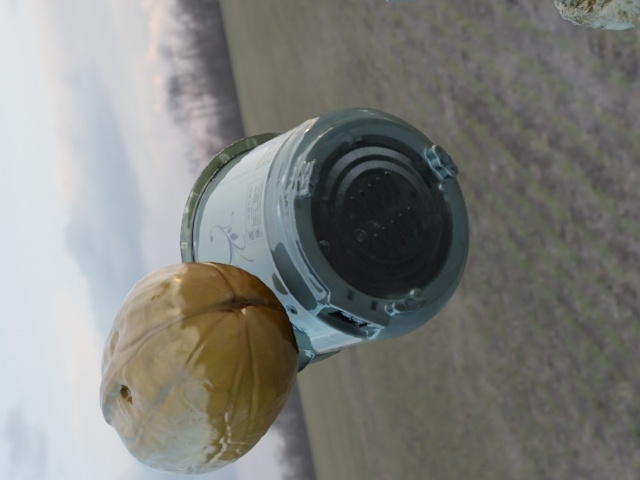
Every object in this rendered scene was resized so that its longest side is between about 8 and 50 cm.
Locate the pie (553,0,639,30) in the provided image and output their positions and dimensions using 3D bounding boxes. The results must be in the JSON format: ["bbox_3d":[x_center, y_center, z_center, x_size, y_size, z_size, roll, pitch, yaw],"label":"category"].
[{"bbox_3d":[0.296,-0.262,1.299,0.193,0.163,0.079,-87,-4,-52],"label":"pie"}]

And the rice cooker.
[{"bbox_3d":[0.000,0.000,1.499,0.316,0.264,0.317,-43,36,43],"label":"rice cooker"}]

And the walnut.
[{"bbox_3d":[-0.123,0.122,1.331,0.225,0.193,0.193,-43,50,46],"label":"walnut"}]
